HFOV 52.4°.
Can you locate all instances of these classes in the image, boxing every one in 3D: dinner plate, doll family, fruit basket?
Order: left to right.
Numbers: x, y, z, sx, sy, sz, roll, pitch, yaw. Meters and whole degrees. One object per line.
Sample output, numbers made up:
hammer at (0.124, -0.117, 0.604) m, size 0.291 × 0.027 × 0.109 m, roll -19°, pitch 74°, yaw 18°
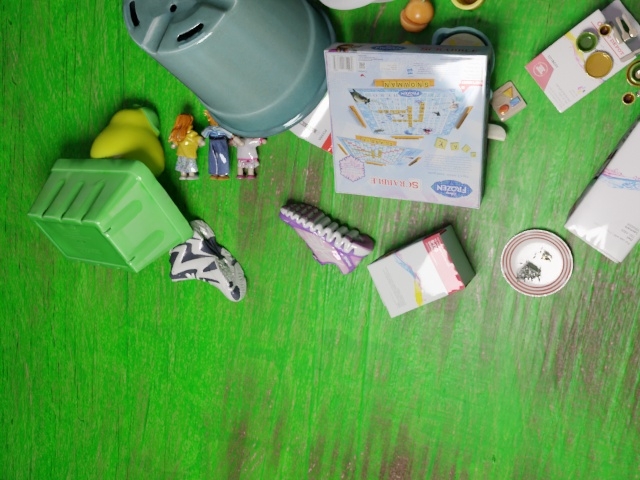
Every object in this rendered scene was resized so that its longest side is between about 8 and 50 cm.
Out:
fruit basket at (-0.480, -0.132, 1.590) m, size 0.392 × 0.392 × 0.282 m, roll -9°, pitch 131°, yaw 24°
doll family at (-0.265, -0.226, 1.529) m, size 0.263 × 0.118 × 0.163 m, roll 3°, pitch 101°, yaw 22°
dinner plate at (0.445, 0.046, 1.342) m, size 0.141 × 0.017 × 0.141 m, roll 5°, pitch 102°, yaw 23°

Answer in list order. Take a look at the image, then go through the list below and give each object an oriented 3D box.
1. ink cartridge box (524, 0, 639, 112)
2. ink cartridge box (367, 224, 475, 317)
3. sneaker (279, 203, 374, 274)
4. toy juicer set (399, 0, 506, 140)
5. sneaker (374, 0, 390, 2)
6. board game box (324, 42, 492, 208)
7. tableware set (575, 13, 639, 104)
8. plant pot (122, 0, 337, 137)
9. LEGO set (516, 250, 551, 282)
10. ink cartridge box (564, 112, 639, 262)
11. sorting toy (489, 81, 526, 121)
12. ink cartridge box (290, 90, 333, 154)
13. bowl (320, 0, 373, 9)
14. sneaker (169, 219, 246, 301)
ink cartridge box at (0.500, -0.345, 1.213) m, size 0.198 × 0.067 × 0.115 m, roll -38°, pitch 86°, yaw 23°
ink cartridge box at (0.213, 0.065, 1.381) m, size 0.176 × 0.128 × 0.127 m, roll -27°, pitch 89°, yaw 24°
sneaker at (0.000, 0.000, 1.483) m, size 0.237 × 0.095 × 0.104 m, roll 30°, pitch 118°, yaw 14°
toy juicer set at (0.244, -0.347, 1.302) m, size 0.209 × 0.089 × 0.328 m, roll -6°, pitch 96°, yaw 24°
sneaker at (0.161, -0.578, 1.301) m, size 0.296 × 0.105 × 0.146 m, roll -5°, pitch 85°, yaw 29°
board game box at (0.176, -0.233, 1.317) m, size 0.319 × 0.066 × 0.317 m, roll 9°, pitch 124°, yaw 21°
tableware set at (0.528, -0.316, 1.158) m, size 0.104 × 0.024 × 0.154 m, roll -27°, pitch 93°, yaw 25°
plant pot at (-0.184, -0.418, 1.288) m, size 0.341 × 0.334 × 0.340 m, roll -5°, pitch 77°, yaw 22°
LEGO set at (0.431, 0.059, 1.328) m, size 0.054 × 0.023 × 0.083 m, roll 28°, pitch 110°, yaw 15°
ink cartridge box at (0.566, -0.118, 1.157) m, size 0.117 × 0.201 × 0.278 m, roll 35°, pitch 112°, yaw 14°
sorting toy at (0.364, -0.273, 1.315) m, size 0.083 × 0.012 × 0.062 m, roll -34°, pitch 87°, yaw 25°
ink cartridge box at (0.026, -0.287, 1.433) m, size 0.225 × 0.056 × 0.181 m, roll 39°, pitch 113°, yaw 13°
bowl at (0.057, -0.607, 1.241) m, size 0.298 × 0.134 × 0.297 m, roll -14°, pitch 66°, yaw 36°
sneaker at (-0.295, 0.081, 1.618) m, size 0.153 × 0.094 × 0.235 m, roll -42°, pitch 83°, yaw 25°
